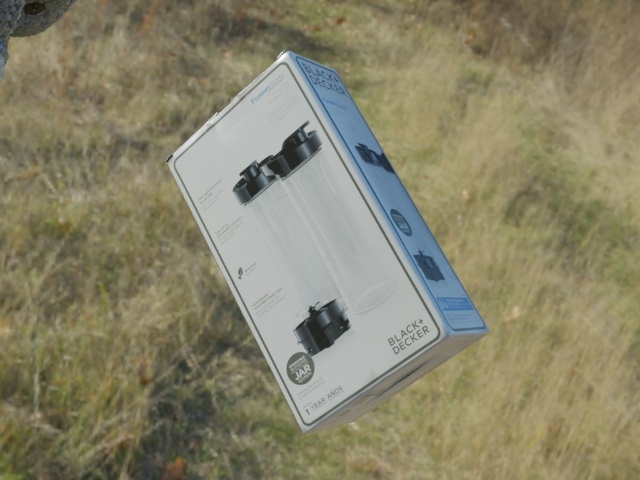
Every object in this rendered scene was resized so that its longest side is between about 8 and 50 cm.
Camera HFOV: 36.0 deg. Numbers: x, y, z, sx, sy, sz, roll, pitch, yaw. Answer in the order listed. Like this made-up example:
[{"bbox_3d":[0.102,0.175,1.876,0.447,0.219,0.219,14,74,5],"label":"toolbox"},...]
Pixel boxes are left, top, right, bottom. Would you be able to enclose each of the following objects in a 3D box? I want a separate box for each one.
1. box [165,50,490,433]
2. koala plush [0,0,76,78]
[{"bbox_3d":[0.000,0.000,0.868,0.087,0.169,0.290,3,52,-58],"label":"box"},{"bbox_3d":[-0.215,-0.204,0.611,0.203,0.196,0.221,20,-14,9],"label":"koala plush"}]
